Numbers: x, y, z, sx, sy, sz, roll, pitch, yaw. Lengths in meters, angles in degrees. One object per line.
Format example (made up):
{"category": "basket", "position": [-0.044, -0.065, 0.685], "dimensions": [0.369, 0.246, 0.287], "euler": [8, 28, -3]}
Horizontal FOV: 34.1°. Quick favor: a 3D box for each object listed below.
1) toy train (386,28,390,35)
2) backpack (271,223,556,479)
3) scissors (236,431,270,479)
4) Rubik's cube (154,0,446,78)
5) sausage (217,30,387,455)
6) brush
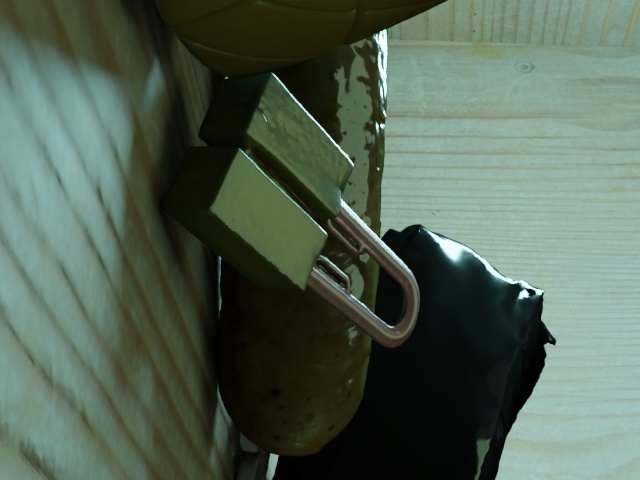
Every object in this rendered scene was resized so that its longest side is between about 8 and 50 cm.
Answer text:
{"category": "toy train", "position": [0.025, -0.351, 1.087], "dimensions": [0.301, 0.120, 0.203], "euler": [73, 22, -73]}
{"category": "backpack", "position": [0.077, 0.231, 1.065], "dimensions": [0.446, 0.254, 0.363], "euler": [108, 9, -47]}
{"category": "scissors", "position": [-0.049, 0.165, 1.030], "dimensions": [0.242, 0.030, 0.118], "euler": [-60, 156, -73]}
{"category": "Rubik's cube", "position": [-0.025, -0.205, 0.561], "dimensions": [0.254, 0.254, 0.255], "euler": [3, 90, -85]}
{"category": "sausage", "position": [-0.013, -0.083, 0.792], "dimensions": [0.136, 0.123, 0.501], "euler": [-158, -111, -81]}
{"category": "brush", "position": [0.000, 0.000, 0.695], "dimensions": [0.233, 0.047, 0.103], "euler": [44, 58, -41]}
